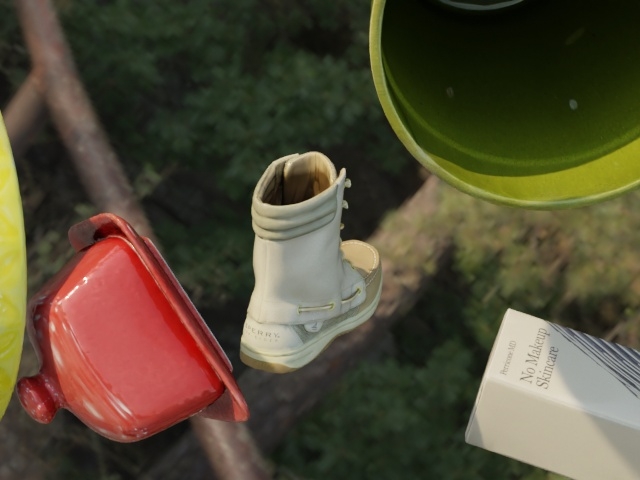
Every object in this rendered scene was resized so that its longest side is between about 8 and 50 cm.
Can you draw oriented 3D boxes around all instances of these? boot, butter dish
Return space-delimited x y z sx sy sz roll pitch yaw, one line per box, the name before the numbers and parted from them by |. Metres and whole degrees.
boot | 0.000 0.000 1.181 0.077 0.165 0.213 14 27 23
butter dish | -0.143 0.075 0.893 0.160 0.118 0.160 58 -21 -8

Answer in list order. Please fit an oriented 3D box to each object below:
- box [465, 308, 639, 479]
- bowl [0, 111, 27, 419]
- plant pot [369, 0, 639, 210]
box | 0.285 0.169 1.288 0.275 0.094 0.113 18 40 7
bowl | -0.321 0.005 0.895 0.156 0.289 0.289 -7 44 -35
plant pot | 0.205 -0.272 1.370 0.366 0.366 0.353 31 21 -22
